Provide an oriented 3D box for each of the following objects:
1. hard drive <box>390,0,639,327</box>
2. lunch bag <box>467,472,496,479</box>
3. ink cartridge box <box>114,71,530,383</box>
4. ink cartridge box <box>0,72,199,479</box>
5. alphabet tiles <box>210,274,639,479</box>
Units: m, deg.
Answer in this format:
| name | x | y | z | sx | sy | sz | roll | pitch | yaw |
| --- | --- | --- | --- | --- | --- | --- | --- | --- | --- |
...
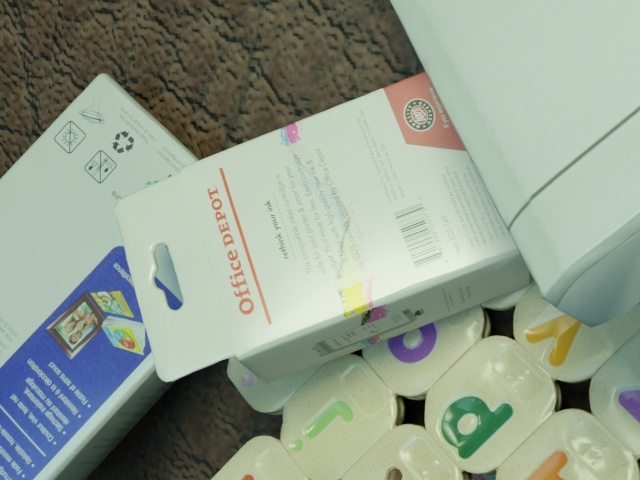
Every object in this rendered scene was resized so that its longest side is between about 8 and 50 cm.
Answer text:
| name | x | y | z | sx | sy | sz | roll | pitch | yaw |
| --- | --- | --- | --- | --- | --- | --- | --- | --- | --- |
| hard drive | 0.122 | -0.170 | 0.404 | 0.233 | 0.047 | 0.353 | -42 | 43 | 25 |
| lunch bag | 0.079 | 0.156 | 0.572 | 0.083 | 0.053 | 0.071 | -37 | 82 | 16 |
| ink cartridge box | 0.000 | 0.000 | 0.529 | 0.198 | 0.067 | 0.115 | -20 | 67 | 4 |
| ink cartridge box | -0.188 | 0.069 | 0.620 | 0.165 | 0.065 | 0.333 | 43 | 88 | 15 |
| alphabet tiles | 0.069 | 0.114 | 0.533 | 0.278 | 0.021 | 0.284 | -47 | 60 | 5 |
